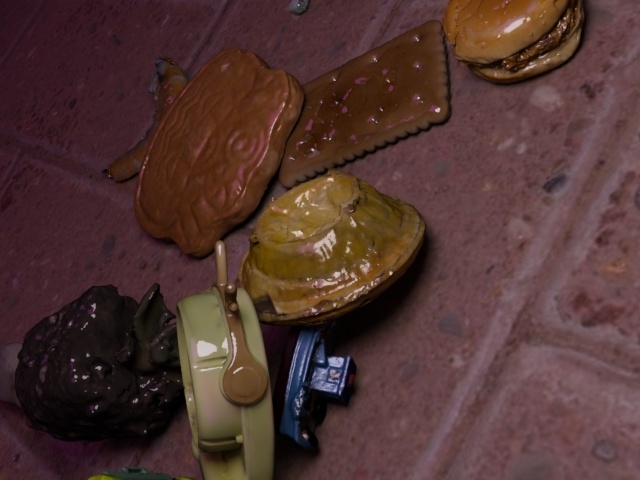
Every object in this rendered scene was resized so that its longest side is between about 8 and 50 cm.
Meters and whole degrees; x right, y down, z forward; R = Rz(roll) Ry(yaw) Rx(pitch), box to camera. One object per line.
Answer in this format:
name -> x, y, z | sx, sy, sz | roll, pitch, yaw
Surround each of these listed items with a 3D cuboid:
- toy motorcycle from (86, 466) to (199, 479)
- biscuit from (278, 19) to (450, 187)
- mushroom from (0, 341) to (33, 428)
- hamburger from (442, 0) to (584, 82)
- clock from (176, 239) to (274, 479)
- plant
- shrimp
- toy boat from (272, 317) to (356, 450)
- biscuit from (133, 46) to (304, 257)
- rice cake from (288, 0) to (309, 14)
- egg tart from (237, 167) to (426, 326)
toy motorcycle -> -0.200, 0.453, 1.024 | 0.200, 0.191, 0.326 | -51, 56, 8
biscuit -> 0.062, -0.223, 1.333 | 0.325, 0.044, 0.217 | -20, 53, 31
mushroom -> -0.545, 0.264, 1.517 | 0.225, 0.093, 0.116 | 18, 87, 37
hamburger -> 0.279, -0.324, 1.167 | 0.214, 0.108, 0.214 | -26, 44, 27
clock -> -0.129, 0.162, 1.060 | 0.096, 0.308, 0.235 | -6, 27, -14
plant -> -0.299, 0.188, 1.250 | 0.312, 0.215, 0.213 | -14, 51, 31
shrimp -> -0.340, -0.240, 1.695 | 0.185, 0.068, 0.287 | 25, 90, 48
toy boat -> 0.002, 0.167, 1.088 | 0.097, 0.100, 0.223 | 7, 65, 17
biscuit -> -0.205, -0.165, 1.474 | 0.365, 0.062, 0.385 | 35, 98, 47
rice cake -> -0.026, -0.534, 1.625 | 0.033, 0.033, 0.207 | -18, 51, 45
egg tart -> 0.000, 0.000, 1.122 | 0.290, 0.115, 0.290 | -22, 29, 13
